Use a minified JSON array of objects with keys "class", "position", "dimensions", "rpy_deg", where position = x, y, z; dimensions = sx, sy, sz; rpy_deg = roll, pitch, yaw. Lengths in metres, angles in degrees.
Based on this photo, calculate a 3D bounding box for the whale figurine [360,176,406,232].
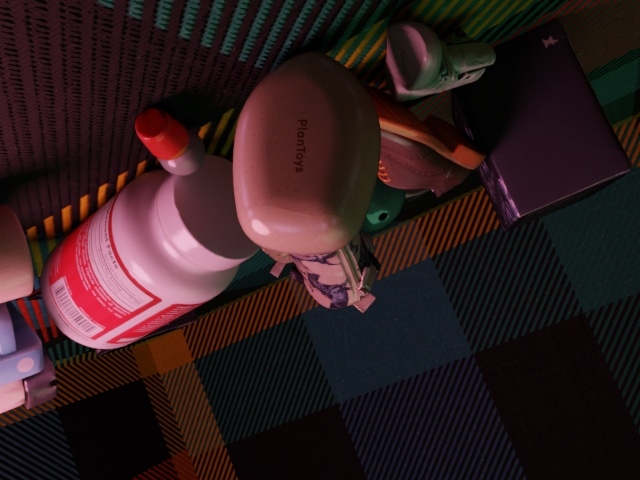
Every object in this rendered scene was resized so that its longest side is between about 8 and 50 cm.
[{"class":"whale figurine","position":[0.067,-0.107,1.432],"dimensions":[0.216,0.141,0.272],"rpy_deg":[-46,142,18]}]

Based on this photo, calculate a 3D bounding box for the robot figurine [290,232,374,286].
[{"class":"robot figurine","position":[0.001,0.001,1.713],"dimensions":[0.173,0.278,0.209],"rpy_deg":[-46,154,-24]}]

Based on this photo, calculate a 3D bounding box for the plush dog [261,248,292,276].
[{"class":"plush dog","position":[-0.104,-0.042,1.522],"dimensions":[0.262,0.211,0.225],"rpy_deg":[-27,147,23]}]

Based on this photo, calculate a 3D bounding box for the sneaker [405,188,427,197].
[{"class":"sneaker","position":[0.131,-0.135,1.813],"dimensions":[0.292,0.108,0.169],"rpy_deg":[-7,168,-28]}]

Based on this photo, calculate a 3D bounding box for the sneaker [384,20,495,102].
[{"class":"sneaker","position":[0.174,-0.264,0.982],"dimensions":[0.151,0.094,0.256],"rpy_deg":[-17,-177,1]}]

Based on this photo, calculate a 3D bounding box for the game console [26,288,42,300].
[{"class":"game console","position":[-0.588,0.139,1.657],"dimensions":[0.144,0.085,0.124],"rpy_deg":[-25,172,18]}]

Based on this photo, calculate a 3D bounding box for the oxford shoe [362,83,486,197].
[{"class":"oxford shoe","position":[0.123,-0.149,1.148],"dimensions":[0.363,0.130,0.133],"rpy_deg":[16,121,-39]}]

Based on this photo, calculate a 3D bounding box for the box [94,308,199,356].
[{"class":"box","position":[-0.474,0.168,1.828],"dimensions":[0.261,0.185,0.103],"rpy_deg":[-16,172,-42]}]

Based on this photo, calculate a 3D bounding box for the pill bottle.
[{"class":"pill bottle","position":[-0.280,0.022,1.177],"dimensions":[0.407,0.229,0.229],"rpy_deg":[-28,171,40]}]

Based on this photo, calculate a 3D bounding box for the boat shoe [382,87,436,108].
[{"class":"boat shoe","position":[0.105,-0.214,1.227],"dimensions":[0.223,0.074,0.080],"rpy_deg":[-22,173,2]}]

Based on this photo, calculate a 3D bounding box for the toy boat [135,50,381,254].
[{"class":"toy boat","position":[-0.078,-0.119,0.928],"dimensions":[0.318,0.268,0.148],"rpy_deg":[7,169,10]}]

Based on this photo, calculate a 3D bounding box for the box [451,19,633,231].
[{"class":"box","position":[0.412,-0.199,1.394],"dimensions":[0.211,0.294,0.395],"rpy_deg":[-24,172,8]}]

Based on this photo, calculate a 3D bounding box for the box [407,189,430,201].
[{"class":"box","position":[0.373,-0.206,2.062],"dimensions":[0.232,0.059,0.183],"rpy_deg":[-31,179,44]}]

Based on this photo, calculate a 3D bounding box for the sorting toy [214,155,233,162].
[{"class":"sorting toy","position":[-0.168,-0.112,1.216],"dimensions":[0.042,0.061,0.102],"rpy_deg":[7,155,38]}]

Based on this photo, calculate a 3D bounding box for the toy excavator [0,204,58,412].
[{"class":"toy excavator","position":[-0.560,0.109,1.116],"dimensions":[0.222,0.446,0.432],"rpy_deg":[-18,-147,-35]}]

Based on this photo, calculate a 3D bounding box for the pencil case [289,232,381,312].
[{"class":"pencil case","position":[-0.002,-0.024,1.312],"dimensions":[0.160,0.183,0.410],"rpy_deg":[-51,148,-16]}]
